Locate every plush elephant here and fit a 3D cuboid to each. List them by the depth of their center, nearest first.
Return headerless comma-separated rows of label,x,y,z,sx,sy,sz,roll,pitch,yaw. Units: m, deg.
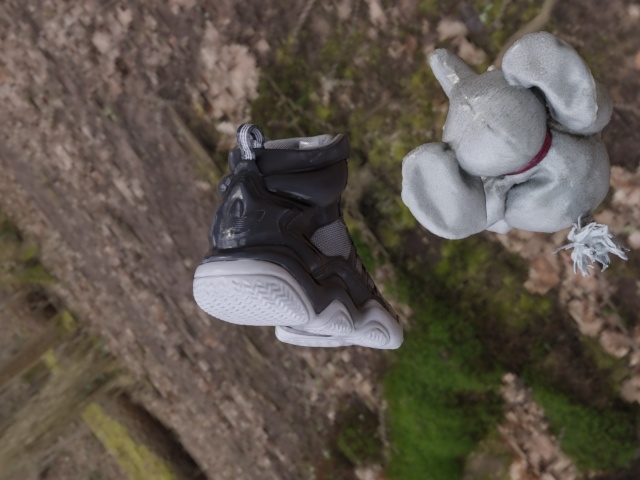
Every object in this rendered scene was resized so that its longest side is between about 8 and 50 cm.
plush elephant,0.216,-0.124,1.276,0.255,0.272,0.330,43,-168,-37

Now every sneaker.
sneaker,0.000,0.000,0.835,0.101,0.153,0.268,0,168,25
